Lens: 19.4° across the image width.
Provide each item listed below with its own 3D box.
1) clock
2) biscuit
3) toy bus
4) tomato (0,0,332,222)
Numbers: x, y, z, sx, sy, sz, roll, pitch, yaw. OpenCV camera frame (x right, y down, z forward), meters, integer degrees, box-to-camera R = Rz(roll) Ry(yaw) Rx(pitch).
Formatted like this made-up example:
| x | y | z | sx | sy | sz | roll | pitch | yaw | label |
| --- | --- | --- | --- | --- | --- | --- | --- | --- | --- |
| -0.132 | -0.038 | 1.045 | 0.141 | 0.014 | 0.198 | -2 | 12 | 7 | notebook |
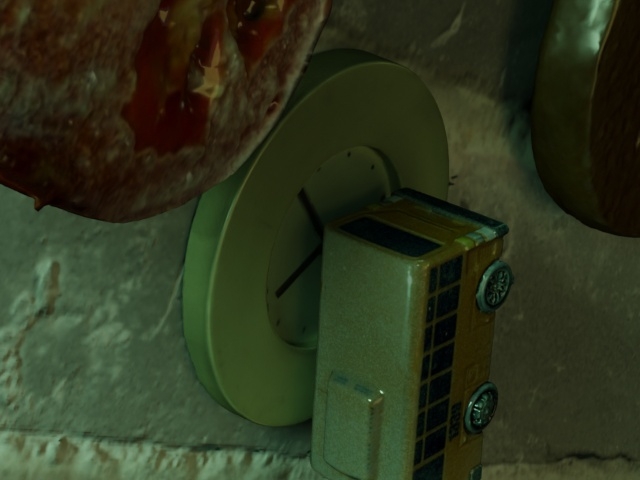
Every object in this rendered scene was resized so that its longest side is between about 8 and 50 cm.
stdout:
| x | y | z | sx | sy | sz | roll | pitch | yaw | label |
| --- | --- | --- | --- | --- | --- | --- | --- | --- | --- |
| 0.000 | 0.000 | 1.138 | 0.235 | 0.029 | 0.235 | -31 | 132 | -42 | clock |
| 0.270 | -0.190 | 1.387 | 0.394 | 0.070 | 0.350 | -62 | 148 | -11 | biscuit |
| 0.051 | 0.072 | 1.141 | 0.103 | 0.091 | 0.182 | -22 | 124 | -45 | toy bus |
| -0.104 | -0.176 | 0.787 | 0.338 | 0.143 | 0.338 | -38 | 137 | -45 | tomato |
